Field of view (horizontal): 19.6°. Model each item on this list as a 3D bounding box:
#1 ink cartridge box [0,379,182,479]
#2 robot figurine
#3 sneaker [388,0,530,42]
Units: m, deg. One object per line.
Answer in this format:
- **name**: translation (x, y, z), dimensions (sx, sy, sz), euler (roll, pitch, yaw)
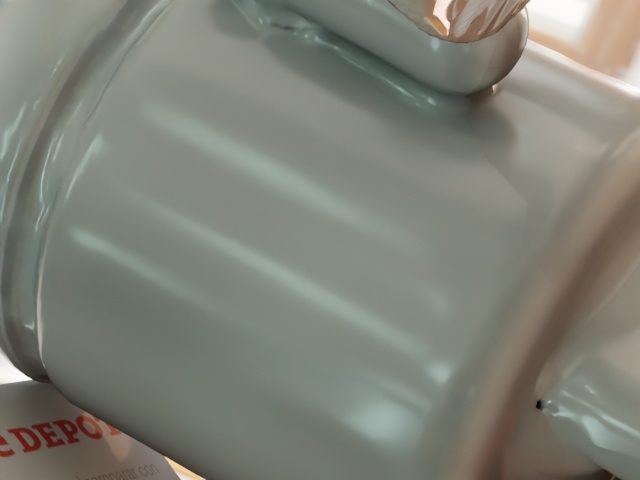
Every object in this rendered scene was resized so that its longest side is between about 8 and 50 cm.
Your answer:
- **ink cartridge box**: translation (-0.088, 0.192, 0.669), dimensions (0.117, 0.283, 0.207), euler (-44, -16, 18)
- **robot figurine**: translation (0.000, 0.000, 0.698), dimensions (0.200, 0.353, 0.300), euler (-44, -27, -42)
- **sneaker**: translation (0.038, -0.119, 0.420), dimensions (0.080, 0.094, 0.212), euler (-58, -4, 38)
